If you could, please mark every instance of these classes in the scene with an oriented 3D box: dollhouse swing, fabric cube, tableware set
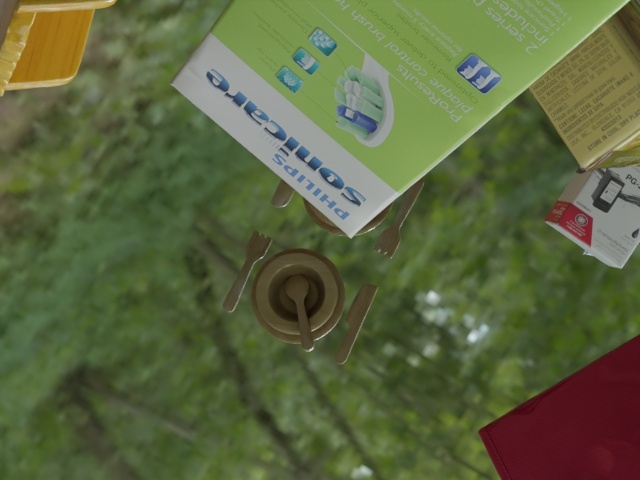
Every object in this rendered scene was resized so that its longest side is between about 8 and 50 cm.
[{"bbox_3d":[-0.230,-0.319,2.107,0.347,0.305,0.315,148,-43,-67],"label":"dollhouse swing"},{"bbox_3d":[0.328,0.234,1.378,0.258,0.254,0.259,-33,-133,9],"label":"fabric cube"},{"bbox_3d":[0.000,0.000,1.501,0.194,0.128,0.039,-66,169,-4],"label":"tableware set"}]

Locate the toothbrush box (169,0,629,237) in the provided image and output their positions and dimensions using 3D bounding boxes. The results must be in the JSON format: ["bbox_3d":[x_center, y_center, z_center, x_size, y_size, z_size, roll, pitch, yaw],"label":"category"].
[{"bbox_3d":[0.078,-0.153,0.718,0.206,0.122,0.283,-52,-173,-32],"label":"toothbrush box"}]

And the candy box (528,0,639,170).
[{"bbox_3d":[0.182,-0.208,1.347,0.087,0.316,0.183,-38,167,21],"label":"candy box"}]

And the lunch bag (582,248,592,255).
[{"bbox_3d":[0.430,-0.014,2.447,0.053,0.071,0.083,-95,-157,-52],"label":"lunch bag"}]

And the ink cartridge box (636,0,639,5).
[{"bbox_3d":[0.387,-0.271,1.903,0.180,0.104,0.060,-37,163,-2],"label":"ink cartridge box"}]

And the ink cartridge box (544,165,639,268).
[{"bbox_3d":[0.384,-0.056,2.174,0.150,0.109,0.063,-56,-171,-1],"label":"ink cartridge box"}]
